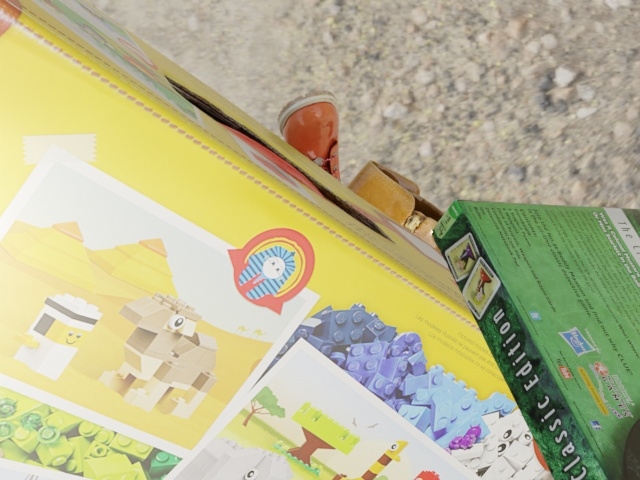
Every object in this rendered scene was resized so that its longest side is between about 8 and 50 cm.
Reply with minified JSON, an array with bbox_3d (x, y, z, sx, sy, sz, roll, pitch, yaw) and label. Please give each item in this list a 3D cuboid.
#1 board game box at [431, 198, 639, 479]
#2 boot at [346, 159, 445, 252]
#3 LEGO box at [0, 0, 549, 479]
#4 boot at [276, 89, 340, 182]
[{"bbox_3d":[0.151,0.090,0.377,0.030,0.136,0.259,-59,41,42],"label":"board game box"},{"bbox_3d":[0.001,0.001,1.036,0.295,0.104,0.211,26,107,0],"label":"boot"},{"bbox_3d":[-0.131,0.096,0.582,0.372,0.500,0.193,-52,34,8],"label":"LEGO box"},{"bbox_3d":[-0.002,-0.073,0.880,0.059,0.158,0.084,-16,64,-10],"label":"boot"}]
